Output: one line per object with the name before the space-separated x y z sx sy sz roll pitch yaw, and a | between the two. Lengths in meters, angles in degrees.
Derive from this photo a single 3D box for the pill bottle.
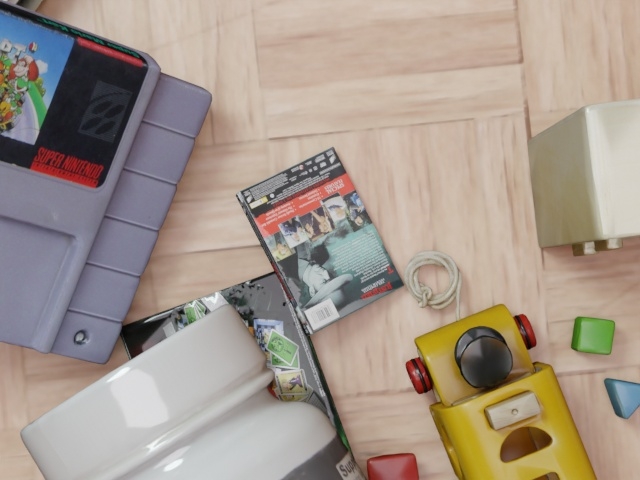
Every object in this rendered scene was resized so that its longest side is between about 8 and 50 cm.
pill bottle | -0.040 0.239 1.194 0.204 0.204 0.361 -32 89 -1

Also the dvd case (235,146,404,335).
dvd case | 0.000 0.000 1.308 0.087 0.013 0.119 -28 88 -22

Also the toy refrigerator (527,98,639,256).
toy refrigerator | 0.213 -0.040 1.198 0.102 0.269 0.094 -6 89 -1

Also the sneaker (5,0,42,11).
sneaker | -0.317 -0.175 1.278 0.292 0.108 0.169 -38 86 -3

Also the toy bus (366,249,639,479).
toy bus | 0.133 0.126 1.269 0.202 0.104 0.191 22 87 -4

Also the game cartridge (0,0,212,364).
game cartridge | -0.253 -0.055 1.182 0.355 0.068 0.230 17 102 -40

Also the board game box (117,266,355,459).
board game box | -0.045 0.164 1.311 0.136 0.030 0.259 -19 89 -3
